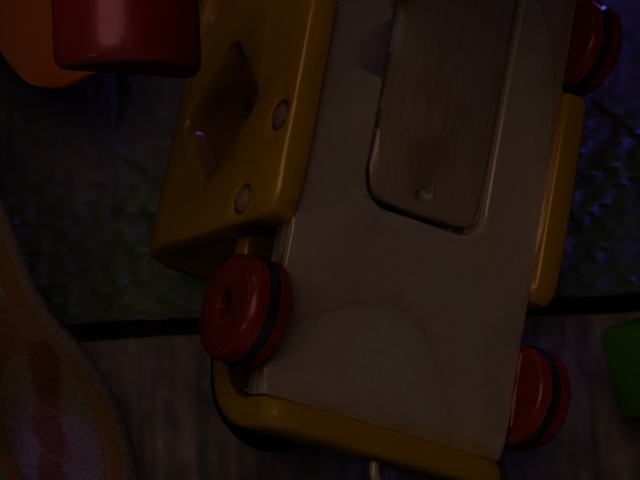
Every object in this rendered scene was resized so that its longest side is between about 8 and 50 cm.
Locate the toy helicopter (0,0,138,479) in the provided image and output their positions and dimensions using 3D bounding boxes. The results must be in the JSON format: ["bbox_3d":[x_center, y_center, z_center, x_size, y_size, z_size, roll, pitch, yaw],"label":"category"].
[{"bbox_3d":[-0.134,-0.069,0.555,0.140,0.235,0.355,-23,88,20],"label":"toy helicopter"}]

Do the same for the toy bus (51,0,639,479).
[{"bbox_3d":[0.007,-0.010,0.539,0.202,0.104,0.191,-33,100,-30],"label":"toy bus"}]
